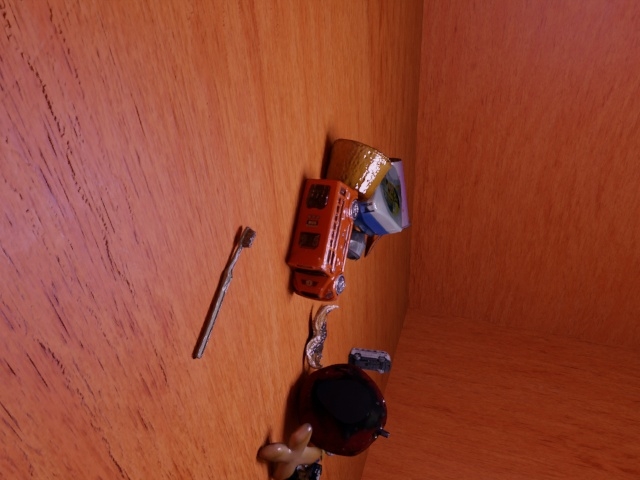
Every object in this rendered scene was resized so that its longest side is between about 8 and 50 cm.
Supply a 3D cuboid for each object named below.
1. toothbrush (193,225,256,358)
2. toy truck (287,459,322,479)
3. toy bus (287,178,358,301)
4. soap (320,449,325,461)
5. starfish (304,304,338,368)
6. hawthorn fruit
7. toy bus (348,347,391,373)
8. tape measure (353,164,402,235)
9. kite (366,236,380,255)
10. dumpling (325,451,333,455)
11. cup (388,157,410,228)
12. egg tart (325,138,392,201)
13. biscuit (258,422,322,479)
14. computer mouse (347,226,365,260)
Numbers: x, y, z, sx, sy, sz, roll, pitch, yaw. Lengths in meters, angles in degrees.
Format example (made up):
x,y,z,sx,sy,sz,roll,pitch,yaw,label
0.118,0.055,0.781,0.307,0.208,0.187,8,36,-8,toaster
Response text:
x,y,z,sx,sy,sz,roll,pitch,yaw,label
-0.194,0.099,1.032,0.026,0.028,0.294,65,42,-59,toothbrush
-0.051,0.797,1.686,0.126,0.113,0.207,-43,140,-66,toy truck
0.000,0.000,1.427,0.153,0.143,0.328,27,73,-62,toy bus
0.018,0.797,2.045,0.168,0.033,0.089,-58,149,-53,soap
0.000,0.309,1.709,0.216,0.071,0.238,-68,169,-53,starfish
0.061,0.528,1.624,0.316,0.316,0.315,8,90,-73,hawthorn fruit
0.227,0.546,2.344,0.089,0.194,0.087,-67,159,-64,toy bus
0.214,-0.167,1.940,0.259,0.138,0.261,39,52,-57,tape measure
0.300,-0.034,2.447,0.204,0.022,0.360,-56,175,24,kite
0.042,0.641,1.899,0.205,0.164,0.292,22,75,-38,dumpling
0.288,-0.204,2.213,0.203,0.203,0.288,-46,135,-63,cup
0.109,-0.209,1.594,0.202,0.203,0.147,45,64,-69,egg tart
-0.081,0.609,1.460,0.047,0.165,0.207,55,-15,41,biscuit
0.145,0.018,2.014,0.231,0.071,0.125,36,64,-72,computer mouse
